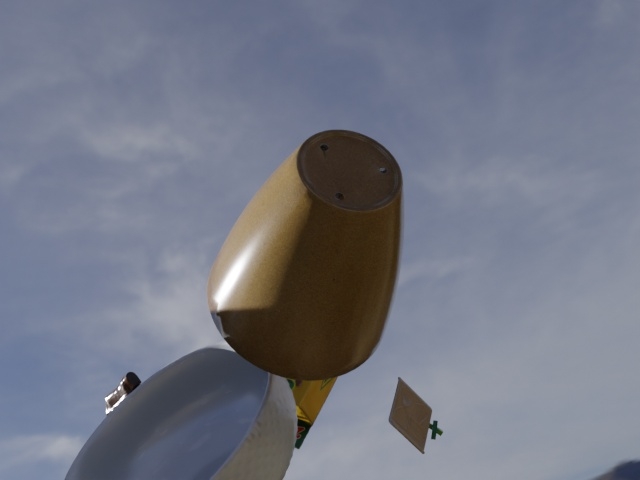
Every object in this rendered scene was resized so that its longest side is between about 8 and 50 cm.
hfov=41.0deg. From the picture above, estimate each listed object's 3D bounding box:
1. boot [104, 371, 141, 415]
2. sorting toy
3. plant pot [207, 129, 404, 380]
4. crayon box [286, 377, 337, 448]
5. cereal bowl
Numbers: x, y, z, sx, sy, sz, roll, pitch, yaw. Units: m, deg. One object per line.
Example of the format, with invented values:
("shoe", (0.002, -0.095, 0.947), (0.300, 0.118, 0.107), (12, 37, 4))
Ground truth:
("boot", (-0.341, 0.303, 1.534), (0.037, 0.106, 0.114), (-12, -27, -49))
("sorting toy", (0.098, 0.186, 0.873), (0.012, 0.062, 0.083), (-27, -61, 33))
("plant pot", (0.000, 0.000, 1.001), (0.237, 0.237, 0.254), (-10, -33, -22))
("crayon box", (-0.058, 0.221, 1.646), (0.202, 0.318, 0.081), (10, -33, 32))
("cereal bowl", (-0.164, 0.294, 1.107), (0.339, 0.339, 0.141), (-28, -65, 19))
